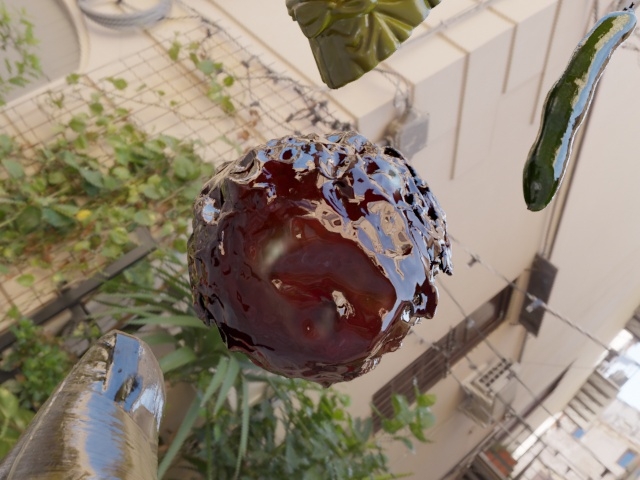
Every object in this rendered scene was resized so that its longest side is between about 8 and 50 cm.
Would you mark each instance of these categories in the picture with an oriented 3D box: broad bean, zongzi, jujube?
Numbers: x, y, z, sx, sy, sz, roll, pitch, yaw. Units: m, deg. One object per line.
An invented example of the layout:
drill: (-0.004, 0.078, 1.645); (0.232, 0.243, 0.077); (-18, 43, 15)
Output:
broad bean: (0.246, -0.134, 0.604); (0.039, 0.226, 0.069); (28, -3, 45)
zongzi: (-0.192, 0.199, 0.612); (0.288, 0.286, 0.134); (-24, -60, 36)
jujube: (0.000, 0.000, 0.640); (0.258, 0.258, 0.376); (57, 2, -1)

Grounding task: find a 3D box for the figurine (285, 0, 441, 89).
figurine: (-0.031, -0.316, 0.553); (0.315, 0.187, 0.168); (43, 7, -26)
